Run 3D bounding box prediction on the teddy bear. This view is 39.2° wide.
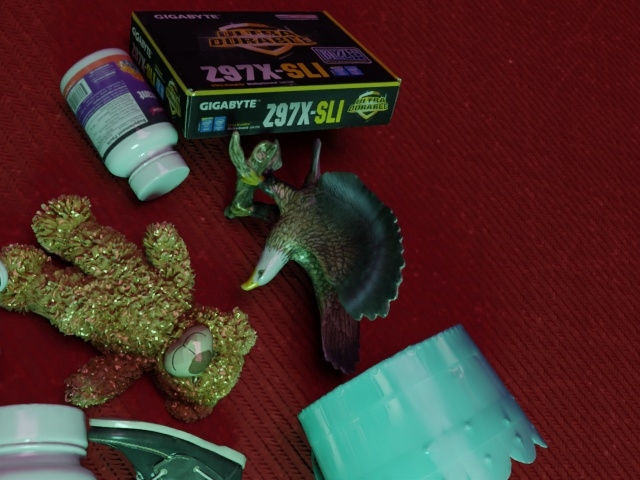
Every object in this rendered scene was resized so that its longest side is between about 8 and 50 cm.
[{"bbox_3d":[-0.242,0.083,1.121,0.245,0.113,0.338,-36,84,-30],"label":"teddy bear"}]

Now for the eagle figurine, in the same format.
[{"bbox_3d":[-0.007,0.009,1.208,0.298,0.225,0.226,39,12,14],"label":"eagle figurine"}]

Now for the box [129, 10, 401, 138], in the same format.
[{"bbox_3d":[-0.084,-0.250,1.301,0.322,0.079,0.257,-7,40,-26],"label":"box"}]

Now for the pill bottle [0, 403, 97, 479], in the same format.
[{"bbox_3d":[-0.311,0.325,0.943,0.160,0.160,0.283,3,65,-23],"label":"pill bottle"}]

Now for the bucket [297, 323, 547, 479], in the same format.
[{"bbox_3d":[0.116,0.240,1.116,0.281,0.281,0.183,-21,75,-30],"label":"bucket"}]

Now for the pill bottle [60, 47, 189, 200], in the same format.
[{"bbox_3d":[-0.262,-0.155,1.225,0.108,0.108,0.193,-28,80,-32],"label":"pill bottle"}]

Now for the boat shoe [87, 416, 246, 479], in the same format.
[{"bbox_3d":[-0.174,0.259,1.037,0.233,0.084,0.079,38,57,-44],"label":"boat shoe"}]

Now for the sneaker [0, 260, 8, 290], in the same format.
[{"bbox_3d":[-0.482,0.036,1.026,0.216,0.079,0.121,21,32,3],"label":"sneaker"}]
